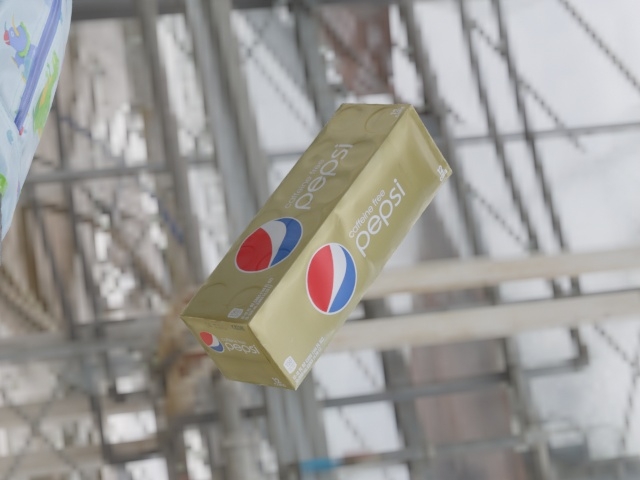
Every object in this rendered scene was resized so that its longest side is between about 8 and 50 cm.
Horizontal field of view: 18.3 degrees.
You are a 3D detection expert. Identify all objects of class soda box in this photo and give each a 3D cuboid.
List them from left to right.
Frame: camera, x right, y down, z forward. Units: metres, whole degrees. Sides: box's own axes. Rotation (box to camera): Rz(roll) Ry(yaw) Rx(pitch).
[{"bbox_3d":[0.000,0.000,1.158,0.061,0.181,0.058,5,-41,45],"label":"soda box"}]

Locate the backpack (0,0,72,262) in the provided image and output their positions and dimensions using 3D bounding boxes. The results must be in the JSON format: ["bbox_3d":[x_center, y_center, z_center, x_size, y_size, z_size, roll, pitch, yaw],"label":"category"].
[{"bbox_3d":[-0.281,-0.136,1.173,0.355,0.290,0.273,-62,147,-55],"label":"backpack"}]
